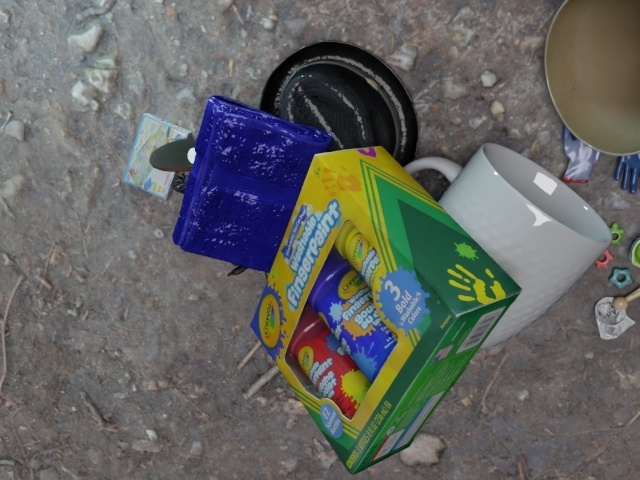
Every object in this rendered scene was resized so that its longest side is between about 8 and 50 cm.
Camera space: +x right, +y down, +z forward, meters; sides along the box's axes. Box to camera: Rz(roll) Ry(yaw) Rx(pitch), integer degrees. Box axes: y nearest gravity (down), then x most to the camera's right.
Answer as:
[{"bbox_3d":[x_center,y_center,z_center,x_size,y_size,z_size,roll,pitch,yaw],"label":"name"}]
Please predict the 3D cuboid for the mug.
[{"bbox_3d":[0.271,0.004,1.267,0.374,0.276,0.328,40,117,13],"label":"mug"}]

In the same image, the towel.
[{"bbox_3d":[-0.131,-0.086,1.248,0.228,0.076,0.308,17,119,-9],"label":"towel"}]

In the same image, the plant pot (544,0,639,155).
[{"bbox_3d":[0.548,-0.303,1.157,0.191,0.284,0.284,-20,101,-21],"label":"plant pot"}]

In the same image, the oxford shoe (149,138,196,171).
[{"bbox_3d":[-0.241,-0.161,1.407,0.212,0.076,0.076,-4,59,5],"label":"oxford shoe"}]

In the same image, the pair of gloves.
[{"bbox_3d":[0.548,-0.173,1.290,0.198,0.023,0.159,9,103,4],"label":"pair of gloves"}]

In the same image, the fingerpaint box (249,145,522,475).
[{"bbox_3d":[0.077,0.124,1.215,0.371,0.163,0.445,52,136,30],"label":"fingerpaint box"}]

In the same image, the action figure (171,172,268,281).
[{"bbox_3d":[-0.167,-0.042,1.399,0.164,0.141,0.275,-31,118,8],"label":"action figure"}]

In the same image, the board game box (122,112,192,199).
[{"bbox_3d":[-0.343,-0.176,1.452,0.103,0.026,0.154,24,106,4],"label":"board game box"}]

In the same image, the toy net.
[{"bbox_3d":[0.577,0.089,1.337,0.122,0.045,0.232,16,106,6],"label":"toy net"}]

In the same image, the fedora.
[{"bbox_3d":[0.025,-0.212,1.310,0.334,0.152,0.334,3,104,10],"label":"fedora"}]
